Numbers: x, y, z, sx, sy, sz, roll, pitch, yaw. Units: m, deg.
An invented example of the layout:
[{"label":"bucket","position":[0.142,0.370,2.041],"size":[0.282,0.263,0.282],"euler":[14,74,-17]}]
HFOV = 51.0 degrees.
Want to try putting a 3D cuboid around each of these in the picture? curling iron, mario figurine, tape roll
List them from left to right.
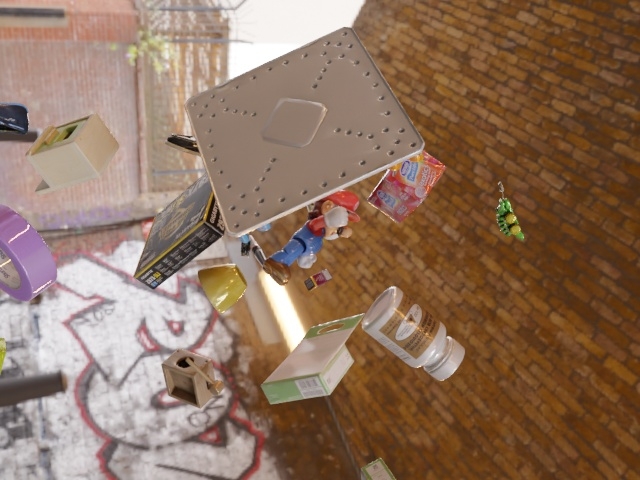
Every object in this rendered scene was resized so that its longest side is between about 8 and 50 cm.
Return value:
[{"label":"tape roll","position":[-0.862,0.035,1.860],"size":[0.275,0.090,0.274],"euler":[23,-45,25]},{"label":"curling iron","position":[-0.189,0.043,2.004],"size":[0.274,0.035,0.068],"euler":[-147,-114,-64]},{"label":"mario figurine","position":[0.000,0.000,1.809],"size":[0.170,0.320,0.198],"euler":[51,-14,-32]}]

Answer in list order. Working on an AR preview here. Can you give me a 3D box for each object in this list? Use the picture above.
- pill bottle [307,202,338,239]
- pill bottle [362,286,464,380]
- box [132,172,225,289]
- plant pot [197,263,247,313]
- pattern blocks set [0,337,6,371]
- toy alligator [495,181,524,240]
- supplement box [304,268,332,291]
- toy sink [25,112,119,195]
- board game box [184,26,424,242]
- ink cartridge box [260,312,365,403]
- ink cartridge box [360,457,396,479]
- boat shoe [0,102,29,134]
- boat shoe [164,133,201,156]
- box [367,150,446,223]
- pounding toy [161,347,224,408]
[{"label":"pill bottle","position":[0.016,-0.091,2.039],"size":[0.184,0.103,0.103],"euler":[71,-8,-45]},{"label":"pill bottle","position":[0.224,0.226,1.598],"size":[0.131,0.229,0.131],"euler":[-51,-173,9]},{"label":"box","position":[-0.369,-0.043,1.854],"size":[0.322,0.079,0.257],"euler":[-34,-149,32]},{"label":"plant pot","position":[-0.254,0.116,1.802],"size":[0.134,0.095,0.134],"euler":[61,2,-3]},{"label":"pattern blocks set","position":[-0.638,0.306,1.228],"size":[0.325,0.026,0.285],"euler":[35,-77,55]},{"label":"toy alligator","position":[0.500,-0.072,1.825],"size":[0.189,0.051,0.056],"euler":[60,17,-23]},{"label":"supplement box","position":[-0.008,0.142,2.392],"size":[0.043,0.083,0.055],"euler":[60,-38,9]},{"label":"toy sink","position":[-0.712,-0.243,1.867],"size":[0.152,0.234,0.131],"euler":[-76,146,-47]},{"label":"board game box","position":[-0.045,-0.219,1.323],"size":[0.050,0.390,0.390],"euler":[63,3,-55]},{"label":"ink cartridge box","position":[-0.003,0.258,1.471],"size":[0.171,0.235,0.056],"euler":[-20,-76,36]},{"label":"ink cartridge box","position":[0.175,0.636,1.593],"size":[0.209,0.062,0.109],"euler":[49,-24,42]},{"label":"boat shoe","position":[-0.886,-0.308,1.733],"size":[0.109,0.258,0.089],"euler":[-17,-96,59]},{"label":"boat shoe","position":[-0.315,-0.309,2.084],"size":[0.127,0.340,0.113],"euler":[35,-67,54]},{"label":"box","position":[0.232,-0.153,1.853],"size":[0.123,0.128,0.257],"euler":[37,-13,1]},{"label":"pounding toy","position":[-0.350,0.387,1.948],"size":[0.206,0.094,0.181],"euler":[13,-56,27]}]
